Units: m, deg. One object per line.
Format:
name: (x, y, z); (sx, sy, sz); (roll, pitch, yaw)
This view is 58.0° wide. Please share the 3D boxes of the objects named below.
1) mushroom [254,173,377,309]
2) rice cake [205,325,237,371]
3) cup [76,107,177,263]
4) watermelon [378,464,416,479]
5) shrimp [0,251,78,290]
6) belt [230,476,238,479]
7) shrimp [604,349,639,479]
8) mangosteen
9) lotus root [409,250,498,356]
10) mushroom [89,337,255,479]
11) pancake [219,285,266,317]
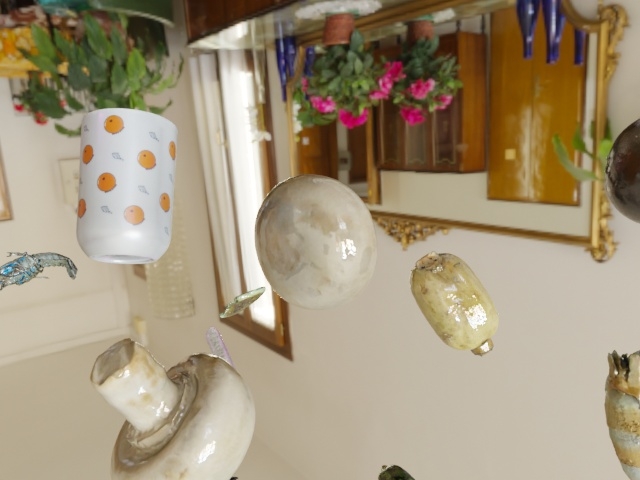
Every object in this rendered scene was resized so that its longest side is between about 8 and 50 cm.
mushroom: (0.000, 0.000, 1.525); (0.362, 0.362, 0.295); (6, -165, 40)
rice cake: (-0.190, 0.263, 1.180); (0.036, 0.047, 0.206); (-18, -130, -19)
cup: (-0.442, -0.113, 1.315); (0.212, 0.317, 0.212); (0, 169, 0)
watermelon: (0.207, 0.700, 1.366); (0.128, 0.303, 0.159); (-19, 168, -27)
shrimp: (-0.574, 0.058, 1.133); (0.174, 0.076, 0.082); (-8, 157, -35)
belt: (-0.227, 0.657, 1.386); (0.289, 0.164, 0.184); (5, 164, -32)
shrimp: (0.494, 0.263, 0.817); (0.287, 0.185, 0.068); (18, 176, -28)
mangosteen: (0.648, -0.122, 1.033); (0.250, 0.211, 0.211); (15, -159, 36)
lotus root: (0.330, 0.158, 1.400); (0.160, 0.284, 0.146); (-31, -173, 12)
mushroom: (-0.183, 0.227, 0.703); (0.206, 0.206, 0.209); (2, 160, 29)
pancake: (-0.181, 0.144, 1.385); (0.116, 0.022, 0.129); (-23, 166, -33)
